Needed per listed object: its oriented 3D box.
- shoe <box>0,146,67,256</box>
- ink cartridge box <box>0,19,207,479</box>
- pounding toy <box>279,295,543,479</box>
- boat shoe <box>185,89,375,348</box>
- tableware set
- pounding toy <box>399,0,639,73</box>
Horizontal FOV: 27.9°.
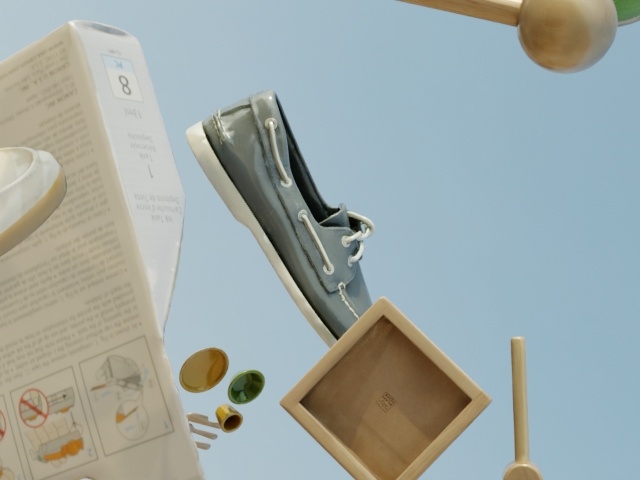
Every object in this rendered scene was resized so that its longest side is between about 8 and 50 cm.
[{"bbox_3d":[-0.240,-0.008,0.685,0.076,0.219,0.058,46,-29,45],"label":"shoe"},{"bbox_3d":[-0.231,0.065,1.016,0.308,0.091,0.384,-23,-102,27],"label":"ink cartridge box"},{"bbox_3d":[0.105,0.146,1.099,0.206,0.181,0.094,44,-1,10],"label":"pounding toy"},{"bbox_3d":[0.000,0.000,1.231,0.319,0.099,0.116,54,7,-12],"label":"boat shoe"},{"bbox_3d":[-0.121,0.135,1.113,0.154,0.104,0.024,25,13,-42],"label":"tableware set"},{"bbox_3d":[0.123,-0.205,0.740,0.183,0.237,0.110,25,-51,12],"label":"pounding toy"}]
